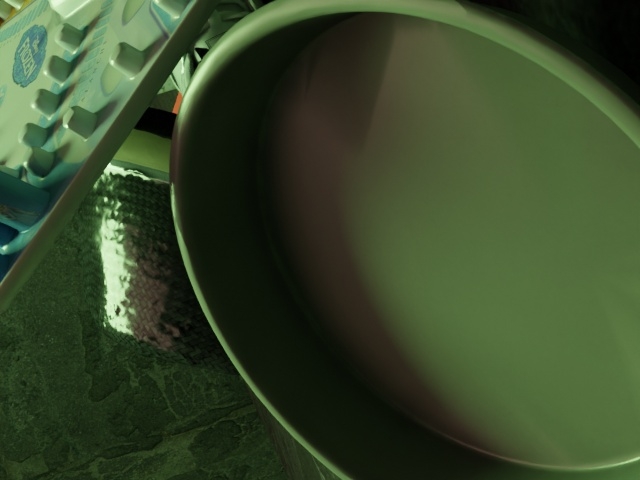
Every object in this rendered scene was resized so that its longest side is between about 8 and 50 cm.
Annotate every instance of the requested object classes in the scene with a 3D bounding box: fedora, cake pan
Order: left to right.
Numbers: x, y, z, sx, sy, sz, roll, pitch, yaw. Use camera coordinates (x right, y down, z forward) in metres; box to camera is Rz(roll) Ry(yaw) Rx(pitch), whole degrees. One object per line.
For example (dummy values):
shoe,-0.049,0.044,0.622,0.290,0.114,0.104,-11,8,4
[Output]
fedora,-0.073,0.013,0.669,0.334,0.334,0.152,-178,107,-78
cake pan,0.056,0.019,0.432,0.293,0.054,0.293,23,133,28

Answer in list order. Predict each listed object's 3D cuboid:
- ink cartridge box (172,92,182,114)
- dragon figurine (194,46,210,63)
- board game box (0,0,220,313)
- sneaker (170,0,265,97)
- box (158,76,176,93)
ink cartridge box,-0.148,-0.072,1.107,0.181,0.056,0.224,25,103,31
dragon figurine,0.001,-0.131,0.687,0.289,0.144,0.085,-9,-103,-81
board game box,-0.140,-0.210,0.584,0.050,0.390,0.390,28,-163,-34
sneaker,-0.110,-0.248,0.916,0.210,0.137,0.365,56,167,46
box,-0.219,-0.256,1.294,0.043,0.179,0.105,87,159,-58
